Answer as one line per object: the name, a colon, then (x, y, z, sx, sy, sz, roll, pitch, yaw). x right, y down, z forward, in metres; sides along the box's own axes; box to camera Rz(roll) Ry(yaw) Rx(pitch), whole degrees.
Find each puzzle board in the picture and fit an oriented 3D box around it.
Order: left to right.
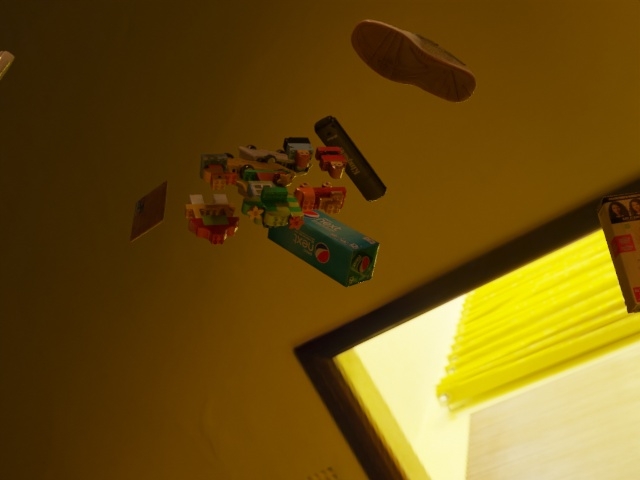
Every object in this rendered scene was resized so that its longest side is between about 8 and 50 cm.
puzzle board: (-0.368, -0.062, 1.452, 0.011, 0.096, 0.128, 42, -153, -37)

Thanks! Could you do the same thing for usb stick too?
usb stick: (0.084, -0.221, 1.849, 0.278, 0.077, 0.045, 51, -138, -23)

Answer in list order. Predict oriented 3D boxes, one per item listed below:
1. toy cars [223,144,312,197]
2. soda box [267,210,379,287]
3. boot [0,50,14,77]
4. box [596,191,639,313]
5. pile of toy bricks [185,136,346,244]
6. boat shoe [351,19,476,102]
toy cars: (-0.139, -0.160, 1.613, 0.176, 0.087, 0.394, 18, -165, 6)
soda box: (0.000, 0.000, 1.173, 0.067, 0.071, 0.210, -14, -147, -41)
boot: (-0.704, -0.286, 1.260, 0.123, 0.258, 0.095, 40, 164, -22)
box: (0.617, 0.022, 1.316, 0.058, 0.087, 0.232, 71, -167, -65)
pile of toy bricks: (-0.053, -0.050, 0.832, 0.212, 0.118, 0.105, -3, -137, -20)
boat shoe: (0.193, -0.379, 1.398, 0.277, 0.098, 0.096, 26, -143, -9)
